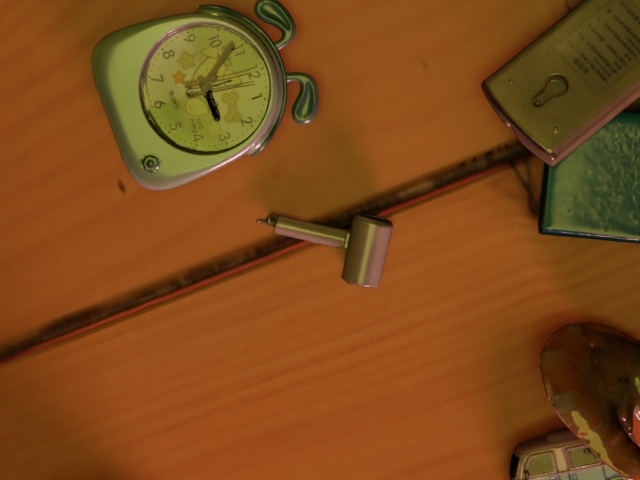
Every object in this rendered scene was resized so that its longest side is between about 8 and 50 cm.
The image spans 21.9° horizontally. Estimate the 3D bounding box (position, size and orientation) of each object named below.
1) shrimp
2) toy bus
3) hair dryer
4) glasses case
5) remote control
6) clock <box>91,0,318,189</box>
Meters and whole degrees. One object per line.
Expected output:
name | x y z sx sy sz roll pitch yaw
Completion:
shrimp | 0.303 0.166 1.463 0.254 0.145 0.059 38 132 -4
toy bus | 0.231 0.208 1.508 0.123 0.060 0.075 -11 92 2
hair dryer | 0.000 0.000 1.507 0.124 0.038 0.063 13 98 7
glasses case | 0.349 -0.046 1.467 0.301 0.070 0.117 7 86 4
remote control | 0.255 -0.169 1.438 0.233 0.038 0.098 -39 73 -5
clock | -0.100 -0.135 1.478 0.189 0.060 0.148 -16 96 4
